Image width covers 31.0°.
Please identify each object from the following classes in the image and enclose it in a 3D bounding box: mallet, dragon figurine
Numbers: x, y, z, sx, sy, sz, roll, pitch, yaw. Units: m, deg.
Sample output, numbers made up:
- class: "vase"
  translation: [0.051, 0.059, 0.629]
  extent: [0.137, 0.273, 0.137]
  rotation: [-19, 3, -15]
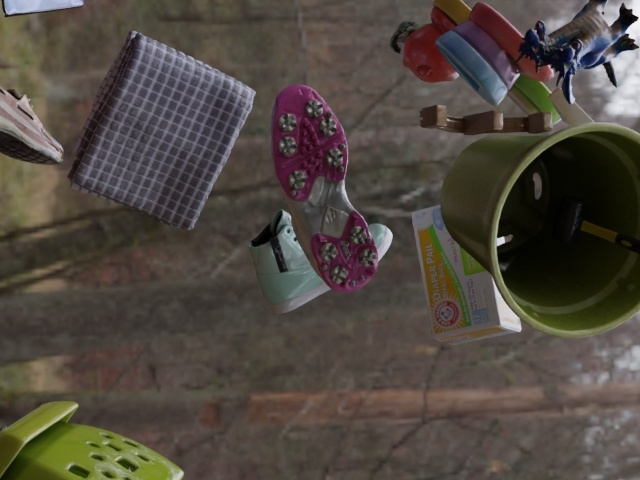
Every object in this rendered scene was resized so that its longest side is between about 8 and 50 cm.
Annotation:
- class: "mallet"
  translation: [0.384, -0.014, 1.501]
  extent: [0.189, 0.039, 0.062]
  rotation: [17, -74, 48]
- class: "dragon figurine"
  translation: [0.311, -0.227, 1.420]
  extent: [0.085, 0.144, 0.289]
  rotation: [50, 2, 13]

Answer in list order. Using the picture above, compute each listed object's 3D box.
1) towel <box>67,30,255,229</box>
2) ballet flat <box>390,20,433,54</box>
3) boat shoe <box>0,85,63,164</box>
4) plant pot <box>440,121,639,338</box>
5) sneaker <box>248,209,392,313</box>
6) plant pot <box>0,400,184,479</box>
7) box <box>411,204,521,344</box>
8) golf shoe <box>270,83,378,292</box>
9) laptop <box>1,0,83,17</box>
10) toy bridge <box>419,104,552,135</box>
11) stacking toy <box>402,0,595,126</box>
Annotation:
- class: "towel"
  translation: [-0.266, -0.174, 1.917]
  extent: [0.284, 0.235, 0.121]
  rotation: [-65, -153, 6]
- class: "ballet flat"
  translation: [0.190, -0.341, 1.991]
  extent: [0.188, 0.070, 0.070]
  rotation: [14, -72, 54]
- class: "boat shoe"
  translation: [-0.638, -0.254, 2.381]
  extent: [0.324, 0.122, 0.120]
  rotation: [40, 59, -60]
- class: "plant pot"
  translation: [0.294, -0.038, 1.549]
  extent: [0.254, 0.276, 0.276]
  rotation: [-145, -128, -67]
- class: "sneaker"
  translation: [0.000, 0.000, 1.945]
  extent: [0.094, 0.256, 0.151]
  rotation: [19, -44, 61]
- class: "plant pot"
  translation: [-0.331, 0.337, 1.416]
  extent: [0.228, 0.207, 0.227]
  rotation: [-52, 178, 8]
- class: "box"
  translation: [0.222, 0.048, 1.752]
  extent: [0.103, 0.114, 0.203]
  rotation: [20, 58, -61]
- class: "golf shoe"
  translation: [-0.015, -0.074, 1.670]
  extent: [0.140, 0.115, 0.306]
  rotation: [-165, -122, -70]
- class: "laptop"
  translation: [-0.271, -0.513, 1.490]
  extent: [0.236, 0.408, 0.382]
  rotation: [53, 10, -10]
- class: "toy bridge"
  translation: [0.197, -0.144, 1.404]
  extent: [0.063, 0.188, 0.026]
  rotation: [-6, -94, 57]
- class: "stacking toy"
  translation: [0.260, -0.237, 1.774]
  extent: [0.279, 0.130, 0.309]
  rotation: [44, 5, -16]
